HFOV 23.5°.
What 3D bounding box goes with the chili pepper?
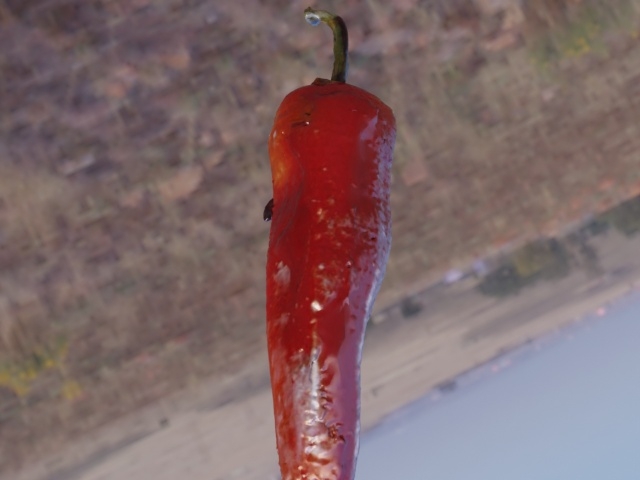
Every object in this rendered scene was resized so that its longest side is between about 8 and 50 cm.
[{"bbox_3d":[0.000,0.000,0.646,0.059,0.268,0.050,-1,146,8],"label":"chili pepper"}]
